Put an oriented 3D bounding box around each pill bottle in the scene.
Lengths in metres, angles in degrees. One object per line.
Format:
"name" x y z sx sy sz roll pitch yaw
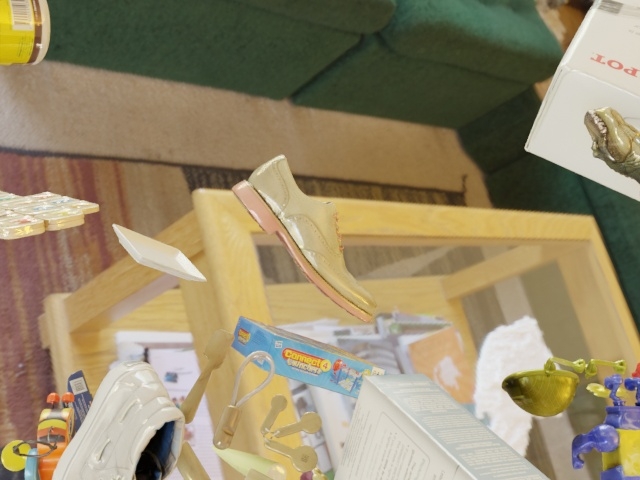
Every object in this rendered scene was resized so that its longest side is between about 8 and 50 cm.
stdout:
"pill bottle" -0.474 -0.287 0.986 0.215 0.117 0.117 -10 75 -40

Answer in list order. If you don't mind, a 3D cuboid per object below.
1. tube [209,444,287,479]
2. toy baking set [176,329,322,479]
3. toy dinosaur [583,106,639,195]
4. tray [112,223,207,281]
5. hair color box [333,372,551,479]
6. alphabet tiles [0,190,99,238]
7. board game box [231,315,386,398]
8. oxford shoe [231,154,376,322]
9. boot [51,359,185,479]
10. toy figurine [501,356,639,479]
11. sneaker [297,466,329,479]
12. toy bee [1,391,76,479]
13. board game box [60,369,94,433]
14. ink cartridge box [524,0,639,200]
"tube" -0.174 0.536 1.821 0.062 0.240 0.070 -14 98 -38
"toy baking set" -0.114 0.256 1.038 0.196 0.030 0.256 -34 70 -21
"toy dinosaur" 0.303 -0.016 0.559 0.064 0.118 0.268 -3 57 -34
"tray" -0.411 0.042 1.934 0.145 0.030 0.270 43 7 30
"hair color box" 0.170 0.338 0.948 0.113 0.374 0.185 5 108 -32
"alphabet tiles" -0.522 -0.047 1.241 0.278 0.284 0.021 -17 113 -48
"board game box" -0.039 0.290 1.876 0.302 0.308 0.086 21 86 -21
"oxford shoe" 0.000 0.000 1.552 0.146 0.140 0.397 -42 101 -4
"boot" -0.254 0.287 0.951 0.095 0.258 0.123 6 26 -45
"toy figurine" 0.482 0.312 1.184 0.362 0.191 0.217 5 68 -14
"sneaker" -0.022 0.399 1.159 0.084 0.185 0.069 -39 72 -20
"toy bee" -0.463 0.368 1.377 0.195 0.298 0.162 15 45 -22
"board game box" -0.501 0.397 1.597 0.060 0.194 0.194 -16 68 -27
"ink cartridge box" 0.395 -0.188 0.851 0.223 0.129 0.307 27 54 13
